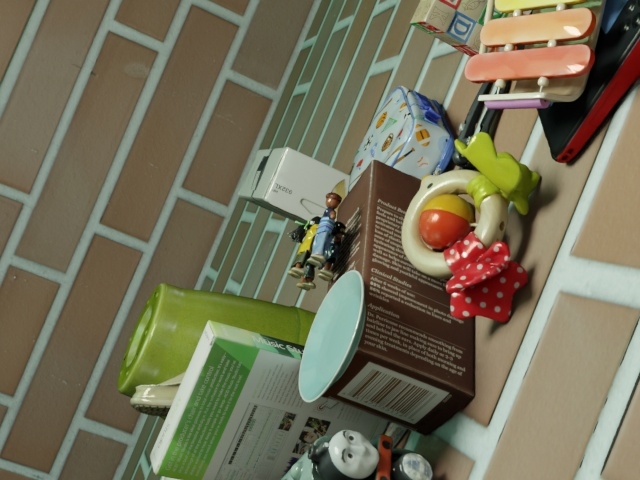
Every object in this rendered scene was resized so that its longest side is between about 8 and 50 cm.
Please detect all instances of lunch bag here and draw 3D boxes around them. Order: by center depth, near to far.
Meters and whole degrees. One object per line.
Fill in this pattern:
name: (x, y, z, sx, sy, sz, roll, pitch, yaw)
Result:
lunch bag: (0.152, -0.156, 1.870, 0.243, 0.115, 0.303, -58, 16, 21)

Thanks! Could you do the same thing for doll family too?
doll family: (0.000, 0.000, 1.517, 0.193, 0.076, 0.111, -26, 39, 62)

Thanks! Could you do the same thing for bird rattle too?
bird rattle: (0.206, -0.013, 1.397, 0.207, 0.143, 0.253, 2, 77, 45)

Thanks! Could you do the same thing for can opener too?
can opener: (0.263, -0.199, 1.647, 0.186, 0.059, 0.073, -70, 15, -10)

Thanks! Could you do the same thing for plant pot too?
plant pot: (0.041, -0.002, 1.951, 0.236, 0.032, 0.236, 176, 90, -90)
plant pot: (-0.212, 0.255, 2.046, 0.366, 0.353, 0.366, -58, 17, 29)

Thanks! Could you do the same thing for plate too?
plate: (0.021, 0.130, 1.339, 0.188, 0.024, 0.188, -59, 17, 31)

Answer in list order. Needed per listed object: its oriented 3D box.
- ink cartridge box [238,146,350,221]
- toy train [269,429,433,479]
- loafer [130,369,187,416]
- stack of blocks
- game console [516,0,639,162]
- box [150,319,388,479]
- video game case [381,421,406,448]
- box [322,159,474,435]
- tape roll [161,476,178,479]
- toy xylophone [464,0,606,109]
ink cartridge box: (-0.036, -0.107, 2.224, 0.129, 0.223, 0.307, -67, 15, -2)
toy train: (0.016, 0.379, 1.392, 0.334, 0.190, 0.142, -53, 21, 42)
loafer: (-0.221, 0.264, 1.840, 0.102, 0.268, 0.092, 136, 126, -60)
stack of blocks: (0.299, -0.467, 1.700, 0.297, 0.171, 0.087, -65, 15, 4)
game console: (0.392, -0.334, 1.403, 0.342, 0.060, 0.386, -57, 17, 32)
box: (-0.061, 0.265, 1.470, 0.232, 0.322, 0.058, -65, 27, 13)
video game case: (0.096, 0.259, 1.612, 0.206, 0.026, 0.227, -59, 17, 28)
box: (0.117, 0.077, 1.491, 0.143, 0.191, 0.381, -52, 21, 44)
tape roll: (-0.163, 0.440, 1.819, 0.246, 0.246, 0.169, -54, 21, 40)
toy xylophone: (0.289, -0.316, 1.354, 0.236, 0.081, 0.323, -5, 72, 48)
